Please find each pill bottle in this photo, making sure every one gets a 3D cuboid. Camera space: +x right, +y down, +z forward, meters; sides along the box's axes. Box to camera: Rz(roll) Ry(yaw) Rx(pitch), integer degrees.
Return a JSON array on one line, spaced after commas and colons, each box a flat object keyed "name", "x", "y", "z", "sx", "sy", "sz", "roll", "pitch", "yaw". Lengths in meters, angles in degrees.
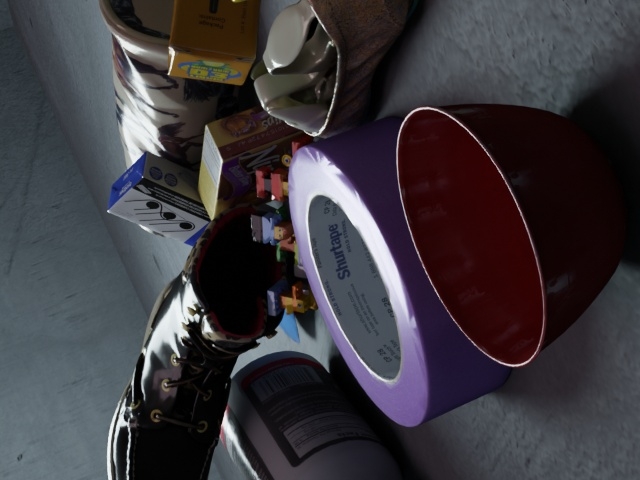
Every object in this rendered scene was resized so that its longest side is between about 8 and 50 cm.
[{"name": "pill bottle", "x": -0.002, "y": 0.295, "z": 1.424, "sx": 0.318, "sy": 0.176, "sz": 0.176, "roll": 48, "pitch": 154, "yaw": 52}]

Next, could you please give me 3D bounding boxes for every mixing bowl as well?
[{"name": "mixing bowl", "x": 0.135, "y": -0.017, "z": 0.734, "sx": 0.181, "sy": 0.098, "sz": 0.181, "roll": 57, "pitch": 160, "yaw": 35}]

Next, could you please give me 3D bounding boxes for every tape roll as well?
[{"name": "tape roll", "x": 0.067, "y": 0.029, "z": 1.029, "sx": 0.275, "sy": 0.090, "sz": 0.275, "roll": 57, "pitch": 160, "yaw": 33}]

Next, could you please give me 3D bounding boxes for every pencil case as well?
[{"name": "pencil case", "x": -0.196, "y": -0.176, "z": 1.446, "sx": 0.183, "sy": 0.160, "sz": 0.410, "roll": 34, "pitch": 148, "yaw": 18}]

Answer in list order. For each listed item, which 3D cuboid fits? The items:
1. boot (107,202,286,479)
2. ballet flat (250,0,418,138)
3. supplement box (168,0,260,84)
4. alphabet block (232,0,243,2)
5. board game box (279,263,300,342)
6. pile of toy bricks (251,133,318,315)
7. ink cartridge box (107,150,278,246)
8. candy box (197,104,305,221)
[{"name": "boot", "x": -0.150, "y": 0.158, "z": 1.369, "sx": 0.284, "sy": 0.138, "sz": 0.377, "roll": 129, "pitch": 157, "yaw": -54}, {"name": "ballet flat", "x": -0.005, "y": -0.162, "z": 0.987, "sx": 0.107, "sy": 0.106, "sz": 0.316, "roll": 62, "pitch": 163, "yaw": 14}, {"name": "supplement box", "x": -0.091, "y": -0.264, "z": 1.016, "sx": 0.080, "sy": 0.078, "sz": 0.233, "roll": 136, "pitch": 141, "yaw": -72}, {"name": "alphabet block", "x": -0.013, "y": -0.289, "z": 0.692, "sx": 0.193, "sy": 0.197, "sz": 0.192, "roll": 49, "pitch": 155, "yaw": 49}, {"name": "board game box", "x": -0.055, "y": 0.064, "z": 1.569, "sx": 0.133, "sy": 0.033, "sz": 0.169, "roll": 50, "pitch": 161, "yaw": 36}, {"name": "pile of toy bricks", "x": 0.000, "y": 0.000, "z": 1.224, "sx": 0.105, "sy": 0.118, "sz": 0.212, "roll": 11, "pitch": 117, "yaw": 26}, {"name": "ink cartridge box", "x": -0.161, "y": -0.038, "z": 1.446, "sx": 0.097, "sy": 0.207, "sz": 0.046, "roll": -36, "pitch": 41, "yaw": 43}, {"name": "candy box", "x": -0.083, "y": -0.094, "z": 1.319, "sx": 0.053, "sy": 0.109, "sz": 0.187, "roll": 64, "pitch": 162, "yaw": 15}]
